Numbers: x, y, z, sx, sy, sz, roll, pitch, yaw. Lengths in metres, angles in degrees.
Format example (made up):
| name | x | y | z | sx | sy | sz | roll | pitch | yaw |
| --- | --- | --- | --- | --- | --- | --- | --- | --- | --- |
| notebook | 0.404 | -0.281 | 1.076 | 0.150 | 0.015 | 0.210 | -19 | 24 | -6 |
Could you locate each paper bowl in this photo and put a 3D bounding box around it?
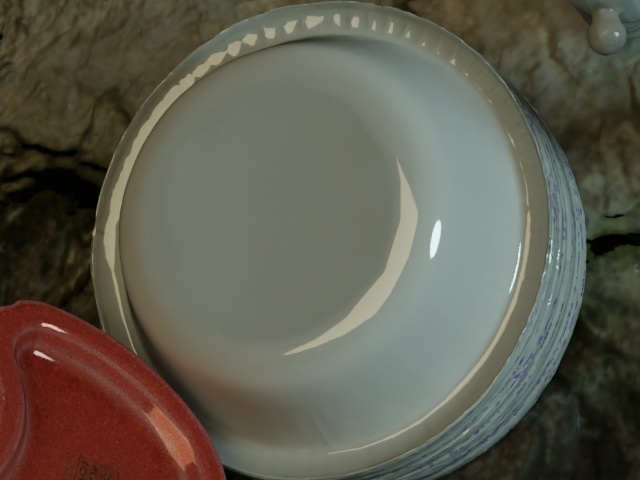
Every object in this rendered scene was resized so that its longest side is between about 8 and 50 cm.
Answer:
| name | x | y | z | sx | sy | sz | roll | pitch | yaw |
| --- | --- | --- | --- | --- | --- | --- | --- | --- | --- |
| paper bowl | 0.000 | 0.000 | 1.101 | 0.284 | 0.148 | 0.284 | -6 | 74 | 21 |

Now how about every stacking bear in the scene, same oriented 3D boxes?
| name | x | y | z | sx | sy | sz | roll | pitch | yaw |
| --- | --- | --- | --- | --- | --- | --- | --- | --- | --- |
| stacking bear | -0.191 | 0.195 | 1.095 | 0.289 | 0.164 | 0.175 | -45 | 26 | 41 |

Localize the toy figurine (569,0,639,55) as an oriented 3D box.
| name | x | y | z | sx | sy | sz | roll | pitch | yaw |
| --- | --- | --- | --- | --- | --- | --- | --- | --- | --- |
| toy figurine | 0.238 | -0.169 | 1.040 | 0.213 | 0.148 | 0.209 | -49 | 65 | 6 |
